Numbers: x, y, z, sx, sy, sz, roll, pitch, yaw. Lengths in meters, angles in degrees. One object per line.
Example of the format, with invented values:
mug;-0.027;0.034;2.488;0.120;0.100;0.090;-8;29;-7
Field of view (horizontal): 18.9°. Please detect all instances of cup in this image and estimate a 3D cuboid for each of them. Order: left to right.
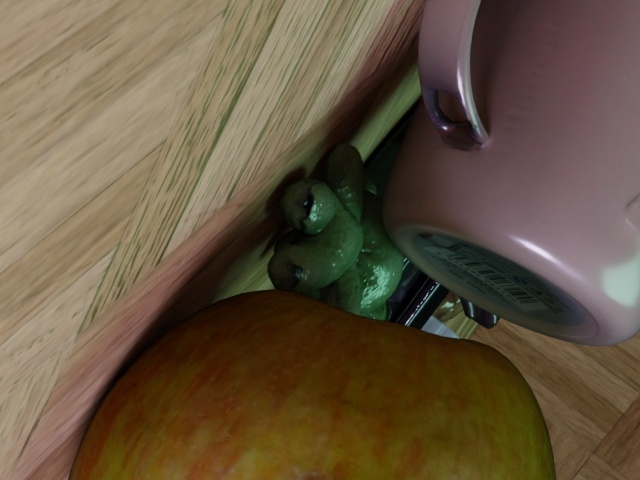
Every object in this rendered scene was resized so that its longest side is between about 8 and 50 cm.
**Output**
cup;0.133;-0.073;1.109;0.253;0.191;0.200;43;70;-46

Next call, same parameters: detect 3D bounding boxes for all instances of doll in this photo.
doll;0.000;0.000;1.142;0.150;0.077;0.115;23;66;-71

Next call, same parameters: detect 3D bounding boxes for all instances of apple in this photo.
apple;-0.001;0.144;1.035;0.264;0.264;0.264;-52;172;-11

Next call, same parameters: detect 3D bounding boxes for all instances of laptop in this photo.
laptop;0.098;0.025;1.472;0.180;0.016;0.129;-54;172;16

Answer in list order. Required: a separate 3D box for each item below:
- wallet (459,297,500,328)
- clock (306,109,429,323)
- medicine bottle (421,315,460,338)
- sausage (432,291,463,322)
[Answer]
wallet;0.177;-0.053;1.742;0.229;0.049;0.182;-48;137;-45
clock;0.052;0.008;1.427;0.325;0.067;0.325;-52;172;-10
medicine bottle;0.006;0.206;1.679;0.318;0.158;0.158;-51;172;-20
sausage;0.151;-0.013;1.829;0.289;0.086;0.086;-44;167;-46
